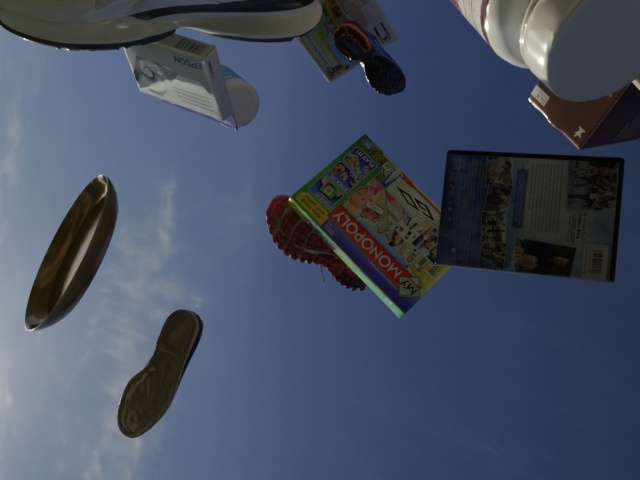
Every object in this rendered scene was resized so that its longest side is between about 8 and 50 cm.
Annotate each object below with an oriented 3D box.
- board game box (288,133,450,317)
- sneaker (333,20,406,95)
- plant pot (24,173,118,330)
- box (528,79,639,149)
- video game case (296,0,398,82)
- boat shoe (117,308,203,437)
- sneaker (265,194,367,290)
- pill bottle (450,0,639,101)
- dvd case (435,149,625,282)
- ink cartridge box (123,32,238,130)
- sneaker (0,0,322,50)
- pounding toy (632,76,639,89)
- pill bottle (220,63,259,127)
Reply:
[{"bbox_3d":[0.121,-0.033,1.263,0.213,0.046,0.317,-42,-97,-19],"label":"board game box"},{"bbox_3d":[0.124,-0.431,1.478,0.083,0.221,0.087,-28,-149,33],"label":"sneaker"},{"bbox_3d":[-0.342,0.018,0.885,0.236,0.032,0.236,-35,-140,37],"label":"plant pot"},{"bbox_3d":[0.573,-0.305,1.271,0.168,0.203,0.167,57,-37,29],"label":"box"},{"bbox_3d":[0.053,-0.509,1.526,0.206,0.227,0.026,-30,-128,14],"label":"video game case"},{"bbox_3d":[-0.236,0.204,0.969,0.075,0.065,0.206,25,-96,12],"label":"boat shoe"},{"bbox_3d":[0.000,0.000,1.397,0.121,0.299,0.112,-43,-153,17],"label":"sneaker"},{"bbox_3d":[0.291,-0.382,0.869,0.224,0.224,0.392,-44,-132,25],"label":"pill bottle"},{"bbox_3d":[0.306,-0.040,0.941,0.253,0.022,0.180,5,-94,18],"label":"dvd case"},{"bbox_3d":[-0.286,-0.322,1.290,0.223,0.224,0.045,22,-119,21],"label":"ink cartridge box"},{"bbox_3d":[-0.214,-0.396,0.806,0.257,0.448,0.169,95,-13,-48],"label":"sneaker"},{"bbox_3d":[0.625,-0.194,1.051,0.110,0.237,0.182,-31,-155,31],"label":"pounding toy"},{"bbox_3d":[-0.301,-0.455,1.954,0.146,0.146,0.264,-59,-139,14],"label":"pill bottle"}]
